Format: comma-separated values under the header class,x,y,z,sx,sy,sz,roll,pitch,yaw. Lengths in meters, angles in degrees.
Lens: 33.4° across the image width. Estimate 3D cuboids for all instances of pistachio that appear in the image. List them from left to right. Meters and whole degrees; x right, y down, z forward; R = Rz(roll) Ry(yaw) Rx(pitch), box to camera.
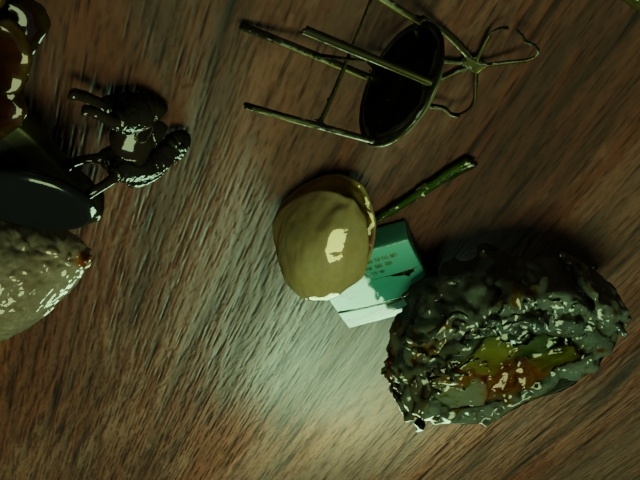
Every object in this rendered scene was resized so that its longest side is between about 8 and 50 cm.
class,x,y,z,sx,sy,sz,roll,pitch,yaw
pistachio,0.000,0.000,1.465,0.145,0.117,0.200,19,139,4

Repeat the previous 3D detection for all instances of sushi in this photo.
class,x,y,z,sx,sy,sz,roll,pitch,yaw
sushi,0.287,0.150,1.694,0.417,0.176,0.417,-13,148,-8

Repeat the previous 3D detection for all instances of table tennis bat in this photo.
class,x,y,z,sx,sy,sz,roll,pitch,yaw
table tennis bat,-0.377,-0.049,1.242,0.236,0.027,0.150,4,157,10

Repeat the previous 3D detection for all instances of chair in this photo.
class,x,y,z,sx,sy,sz,roll,pitch,yaw
chair,0.085,-0.180,1.160,0.325,0.170,0.160,20,138,-28

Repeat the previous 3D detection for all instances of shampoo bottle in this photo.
class,x,y,z,sx,sy,sz,roll,pitch,yaw
shampoo bottle,-0.380,-0.116,1.226,0.125,0.084,0.350,-17,148,23

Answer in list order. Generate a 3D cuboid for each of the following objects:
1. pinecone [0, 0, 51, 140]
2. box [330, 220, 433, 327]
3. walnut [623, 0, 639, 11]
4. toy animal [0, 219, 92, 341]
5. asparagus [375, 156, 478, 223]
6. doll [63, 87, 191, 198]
class,x,y,z,sx,sy,sz,roll,pitch,yaw
pinecone,-0.442,-0.149,0.884,0.397,0.398,0.398,-5,149,-3
box,0.085,0.058,1.650,0.162,0.041,0.229,-15,148,12
walnut,0.321,-0.319,0.911,0.283,0.227,0.283,33,157,16
toy animal,-0.467,0.043,1.368,0.358,0.188,0.226,-14,155,14
asparagus,0.122,-0.056,1.493,0.233,0.022,0.023,-33,-175,32
doll,-0.222,-0.118,1.264,0.165,0.057,0.139,-15,132,-38
